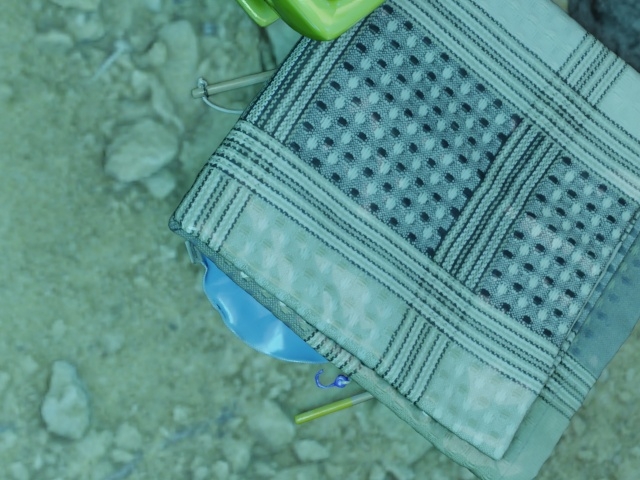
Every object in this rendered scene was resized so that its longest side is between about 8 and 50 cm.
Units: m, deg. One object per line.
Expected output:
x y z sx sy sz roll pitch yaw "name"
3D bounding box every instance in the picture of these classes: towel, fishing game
0.107 -0.032 0.732 0.324 0.056 0.312 39 72 -12 "towel"
0.000 0.000 0.755 0.189 0.041 0.264 -14 99 -7 "fishing game"

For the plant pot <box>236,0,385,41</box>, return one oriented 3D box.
-0.008 -0.269 0.633 0.227 0.207 0.228 -42 105 -6 "plant pot"
